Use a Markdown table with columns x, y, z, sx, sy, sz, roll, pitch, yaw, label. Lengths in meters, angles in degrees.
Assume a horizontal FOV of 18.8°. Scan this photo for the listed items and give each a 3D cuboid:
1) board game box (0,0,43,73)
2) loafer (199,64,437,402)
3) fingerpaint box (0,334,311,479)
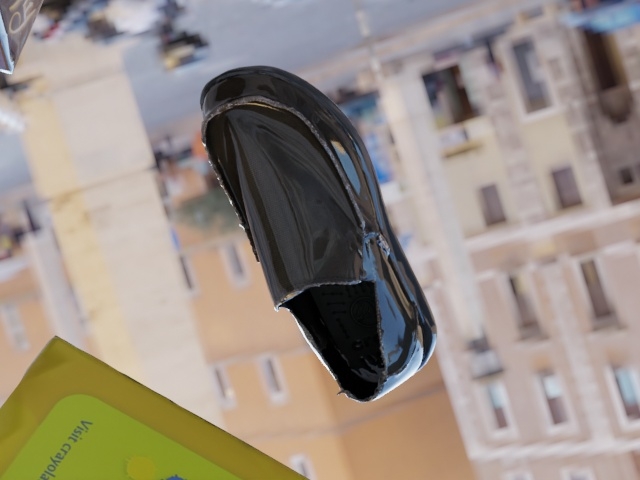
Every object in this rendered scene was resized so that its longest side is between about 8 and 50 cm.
| x | y | z | sx | sy | sz | roll | pitch | yaw | label |
| --- | --- | --- | --- | --- | --- | --- | --- | --- | --- |
| -0.161 | -0.212 | 0.988 | 0.042 | 0.165 | 0.243 | 18 | 160 | 5 | board game box |
| 0.000 | 0.000 | 1.103 | 0.080 | 0.220 | 0.078 | -24 | -159 | 25 | loafer |
| -0.090 | 0.319 | 0.882 | 0.445 | 0.371 | 0.163 | -57 | 172 | -41 | fingerpaint box |
